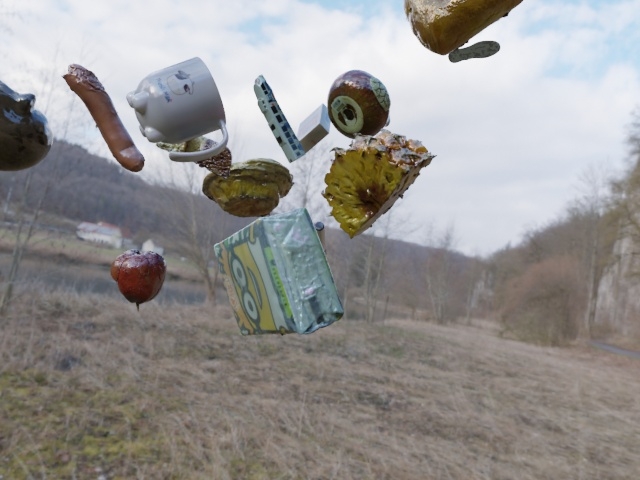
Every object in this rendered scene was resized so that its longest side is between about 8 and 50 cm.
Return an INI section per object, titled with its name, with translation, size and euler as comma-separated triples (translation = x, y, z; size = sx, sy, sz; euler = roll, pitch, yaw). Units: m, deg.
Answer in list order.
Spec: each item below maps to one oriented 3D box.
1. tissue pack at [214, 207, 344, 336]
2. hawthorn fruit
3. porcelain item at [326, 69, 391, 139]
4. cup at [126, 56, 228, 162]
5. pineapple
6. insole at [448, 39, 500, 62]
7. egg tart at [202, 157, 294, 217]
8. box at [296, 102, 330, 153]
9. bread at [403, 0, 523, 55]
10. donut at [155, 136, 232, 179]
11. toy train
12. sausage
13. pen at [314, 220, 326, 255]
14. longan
[tissue pack]
translation = -0.101, 0.079, 1.069
size = 0.128, 0.228, 0.311
euler = -18, -1, -30
[hawthorn fruit]
translation = -0.503, 0.109, 1.425
size = 0.148, 0.172, 0.148
euler = -1, 2, 0
[porcelain item]
translation = 0.149, -0.493, 1.826
size = 0.252, 0.253, 0.253
euler = 11, -6, 1
[cup]
translation = -0.256, -0.225, 0.932
size = 0.142, 0.174, 0.134
euler = -27, 15, -19
[pineapple]
translation = 0.068, -0.108, 0.817
size = 0.079, 0.135, 0.233
euler = -24, -14, -36
[insole]
translation = 0.585, -0.720, 1.960
size = 0.193, 0.065, 0.006
euler = -8, 25, 21
[egg tart]
translation = -0.263, -0.176, 1.904
size = 0.351, 0.150, 0.352
euler = -7, -22, -3
[box]
translation = -0.026, -0.436, 1.997
size = 0.141, 0.201, 0.058
euler = -35, -63, 28
[bread]
translation = 0.414, -0.776, 1.584
size = 0.337, 0.328, 0.148
euler = -28, -30, 19
[donut]
translation = -0.343, -0.256, 1.458
size = 0.217, 0.085, 0.141
euler = 23, 6, -8
[toy train]
translation = -0.101, -0.279, 1.176
size = 0.047, 0.208, 0.043
euler = -30, 7, -25
[sausage]
translation = -0.540, -0.305, 1.295
size = 0.078, 0.304, 0.078
euler = -29, 10, 5
[pen]
translation = 0.001, 0.000, 1.555
size = 0.033, 0.033, 0.269
euler = 10, -19, 5
[longan]
translation = -0.969, -0.346, 1.553
size = 0.300, 0.300, 0.243
euler = 12, 37, -11
